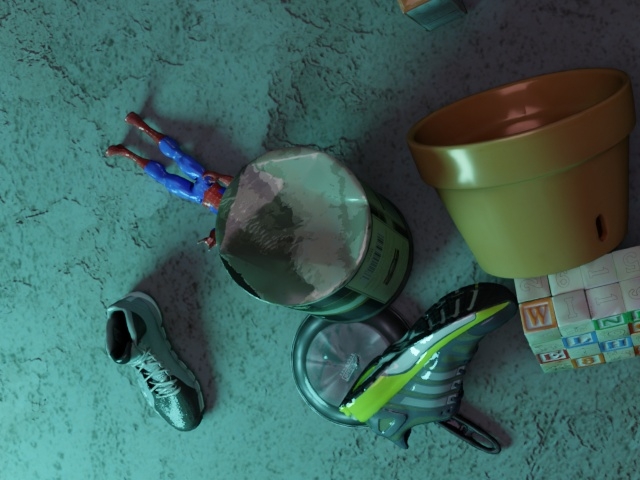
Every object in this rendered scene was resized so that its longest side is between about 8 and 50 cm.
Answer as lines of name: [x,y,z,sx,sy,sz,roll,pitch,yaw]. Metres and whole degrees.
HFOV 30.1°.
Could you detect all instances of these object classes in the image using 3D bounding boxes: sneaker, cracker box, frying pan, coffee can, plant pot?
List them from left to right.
sneaker: [-0.260,0.190,1.757,0.086,0.132,0.228,-29,87,14]
coffee can: [0.000,0.000,1.589,0.202,0.275,0.201,-2,81,15]
frying pan: [0.085,0.229,1.725,0.197,0.053,0.326,-38,82,14]
cracker box: [0.124,-0.368,1.569,0.067,0.232,0.155,-24,89,13]
sneaker: [0.164,0.170,1.623,0.121,0.111,0.300,42,119,-9]
plant pot: [0.279,-0.083,1.548,0.291,0.291,0.203,-15,107,14]

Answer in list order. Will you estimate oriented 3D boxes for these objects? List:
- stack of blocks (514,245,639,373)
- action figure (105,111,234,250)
stack of blocks: [0.417,0.081,1.557,0.297,0.171,0.087,-13,62,14]
action figure: [-0.191,-0.078,1.723,0.280,0.139,0.091,33,102,7]
